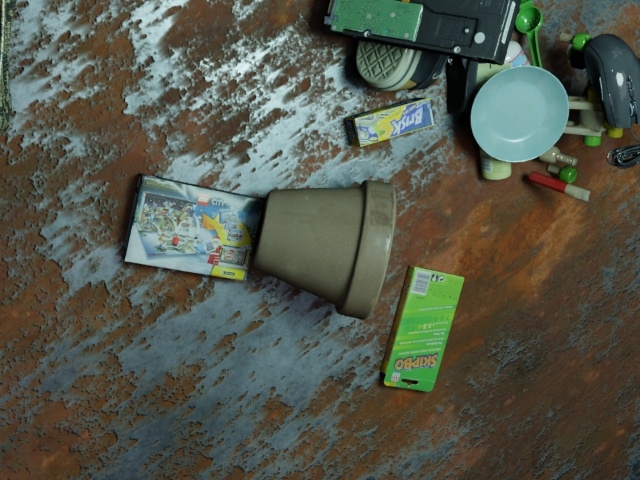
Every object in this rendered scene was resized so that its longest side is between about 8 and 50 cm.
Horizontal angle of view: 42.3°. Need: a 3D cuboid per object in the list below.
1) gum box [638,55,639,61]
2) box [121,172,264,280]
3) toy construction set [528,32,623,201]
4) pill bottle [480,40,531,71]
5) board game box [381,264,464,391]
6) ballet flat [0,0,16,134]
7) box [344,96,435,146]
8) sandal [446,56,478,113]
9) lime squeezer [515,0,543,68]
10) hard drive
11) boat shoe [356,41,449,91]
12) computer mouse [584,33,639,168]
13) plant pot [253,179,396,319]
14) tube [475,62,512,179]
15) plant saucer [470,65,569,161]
[{"bbox_3d":[0.797,-0.343,1.796,0.041,0.184,0.157,-37,111,-11],"label":"gum box"},{"bbox_3d":[-0.235,-0.023,1.531,0.233,0.044,0.159,11,97,-23],"label":"box"},{"bbox_3d":[0.587,-0.226,1.682,0.257,0.237,0.308,6,107,-49],"label":"toy construction set"},{"bbox_3d":[0.382,-0.348,1.685,0.087,0.087,0.160,-40,113,-10],"label":"pill bottle"},{"bbox_3d":[0.214,0.189,1.757,0.124,0.039,0.259,12,93,-23],"label":"board game box"},{"bbox_3d":[-0.542,-0.377,1.264,0.164,0.182,0.482,-3,102,-20],"label":"ballet flat"},{"bbox_3d":[0.138,-0.235,1.630,0.169,0.054,0.059,-18,107,-18],"label":"box"},{"bbox_3d":[0.274,-0.378,1.630,0.054,0.097,0.254,-5,103,-20],"label":"sandal"},{"bbox_3d":[0.396,-0.475,1.668,0.110,0.059,0.310,-30,101,-41],"label":"lime squeezer"},{"bbox_3d":[0.182,-0.445,1.419,0.064,0.339,0.237,1,104,-60],"label":"hard drive"},{"bbox_3d":[0.217,-0.511,1.537,0.156,0.187,0.500,8,104,-46],"label":"boat shoe"},{"bbox_3d":[0.616,-0.279,1.570,0.184,0.060,0.262,-13,89,-6],"label":"computer mouse"},{"bbox_3d":[0.000,0.000,1.537,0.229,0.263,0.263,12,97,-6],"label":"plant pot"},{"bbox_3d":[0.355,-0.244,1.689,0.070,0.062,0.240,-14,115,-7],"label":"tube"},{"bbox_3d":[0.389,-0.252,1.634,0.195,0.037,0.195,-1,113,-3],"label":"plant saucer"}]
